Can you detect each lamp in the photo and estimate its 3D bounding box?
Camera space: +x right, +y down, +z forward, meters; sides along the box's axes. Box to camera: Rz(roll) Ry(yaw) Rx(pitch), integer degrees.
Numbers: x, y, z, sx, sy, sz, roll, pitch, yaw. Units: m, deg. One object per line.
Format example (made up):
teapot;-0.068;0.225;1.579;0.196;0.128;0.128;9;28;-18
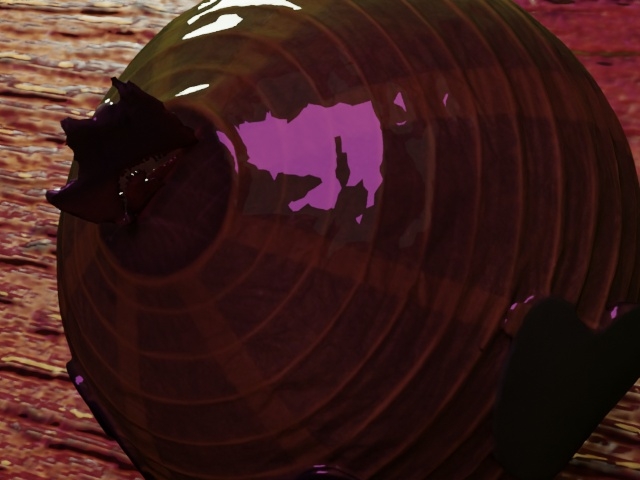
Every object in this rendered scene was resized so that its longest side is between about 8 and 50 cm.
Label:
lamp;0.000;0.000;0.668;0.250;0.284;0.250;-10;71;32
